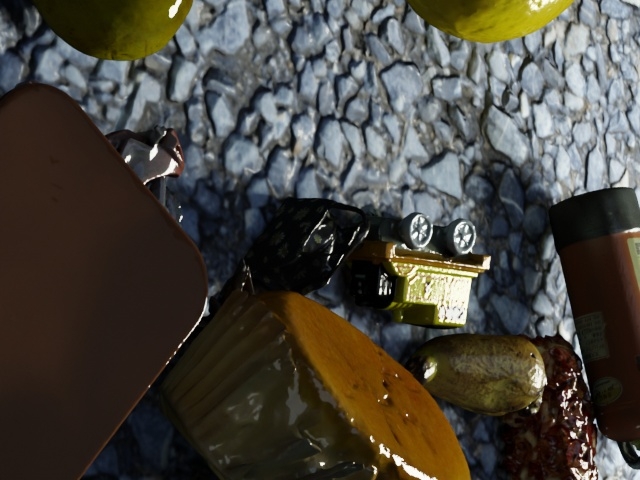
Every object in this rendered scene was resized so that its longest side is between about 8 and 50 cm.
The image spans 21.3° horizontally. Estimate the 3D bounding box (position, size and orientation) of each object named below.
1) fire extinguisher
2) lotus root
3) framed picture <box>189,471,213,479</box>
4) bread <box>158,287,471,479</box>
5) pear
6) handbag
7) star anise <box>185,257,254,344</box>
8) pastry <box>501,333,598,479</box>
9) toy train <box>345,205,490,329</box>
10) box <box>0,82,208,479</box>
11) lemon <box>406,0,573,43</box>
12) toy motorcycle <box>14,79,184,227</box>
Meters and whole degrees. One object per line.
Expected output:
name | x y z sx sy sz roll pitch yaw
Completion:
fire extinguisher | 0.379 0.133 2.088 0.200 0.113 0.376 29 48 -69
lotus root | 0.167 0.144 1.913 0.191 0.108 0.094 16 45 -31
framed picture | -0.098 0.275 1.595 0.011 0.109 0.149 -66 170 24
bread | 0.005 0.181 1.634 0.183 0.236 0.388 -45 148 1
pear | -0.193 -0.244 1.576 0.162 0.149 0.148 37 58 -35
handbag | 0.000 0.000 1.737 0.072 0.139 0.115 48 53 -19
star anise | -0.087 0.100 1.696 0.124 0.056 0.129 -42 124 -15
pastry | 0.272 0.211 2.016 0.115 0.097 0.208 8 76 -55
toy train | 0.099 0.031 1.873 0.219 0.089 0.127 8 88 -46
box | -0.294 0.081 1.341 0.239 0.229 0.339 50 52 -18
lemon | 0.199 -0.343 1.937 0.288 0.234 0.233 -37 110 -44
toy motorcycle | -0.206 -0.080 1.583 0.212 0.084 0.118 32 70 -32
